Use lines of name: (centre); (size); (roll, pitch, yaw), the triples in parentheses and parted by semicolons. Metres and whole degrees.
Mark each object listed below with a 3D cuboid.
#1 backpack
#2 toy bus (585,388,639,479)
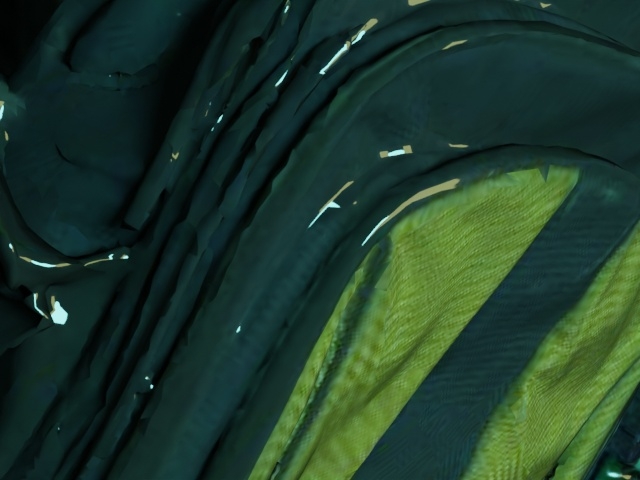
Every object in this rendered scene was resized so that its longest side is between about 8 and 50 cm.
backpack: (0.000, 0.000, 0.411); (0.258, 0.133, 0.206); (-55, 150, 15)
toy bus: (0.102, 0.014, 0.582); (0.109, 0.091, 0.261); (-7, 126, -51)
